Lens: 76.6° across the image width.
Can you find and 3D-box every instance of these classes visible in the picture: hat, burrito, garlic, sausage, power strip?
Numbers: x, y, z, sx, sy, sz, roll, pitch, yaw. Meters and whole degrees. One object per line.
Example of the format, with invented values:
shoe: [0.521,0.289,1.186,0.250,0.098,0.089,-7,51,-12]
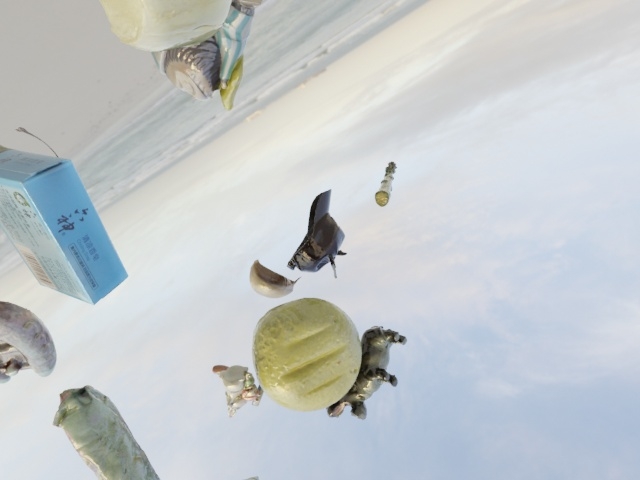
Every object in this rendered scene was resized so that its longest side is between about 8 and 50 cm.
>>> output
hat: [0.031,-0.011,1.506,0.238,0.209,0.336,-143,-104,-84]
burrito: [-0.291,0.350,0.608,0.066,0.309,0.096,-32,-173,-18]
garlic: [-0.167,0.150,1.490,0.090,0.198,0.128,119,-16,-45]
sausage: [-0.325,0.501,1.525,0.186,0.043,0.043,7,-143,23]
power strip: [-0.253,0.634,1.706,0.123,0.032,0.056,-68,178,-61]

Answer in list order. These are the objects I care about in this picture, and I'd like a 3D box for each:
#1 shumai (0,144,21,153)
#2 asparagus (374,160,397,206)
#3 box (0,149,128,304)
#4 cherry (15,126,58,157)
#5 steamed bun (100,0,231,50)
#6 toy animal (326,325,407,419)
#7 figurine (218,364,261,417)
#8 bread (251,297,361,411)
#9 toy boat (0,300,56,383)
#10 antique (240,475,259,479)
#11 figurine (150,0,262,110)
shumai: [-1.001,-0.208,1.119,0.292,0.288,0.330,14,-124,21]
asparagus: [0.108,-0.096,0.655,0.025,0.024,0.248,-36,-171,23]
box: [-0.423,-0.018,0.644,0.142,0.232,0.083,12,-141,24]
cherry: [-0.683,-0.143,0.974,0.148,0.188,0.115,-42,-133,0]
steamed bun: [-0.343,-0.556,0.921,0.290,0.272,0.273,-32,-128,-20]
toy animal: [0.152,0.436,1.303,0.168,0.106,0.343,16,-110,45]
figurine: [-0.212,0.410,1.070,0.098,0.146,0.081,6,-155,26]
bread: [-0.038,0.326,1.174,0.320,0.320,0.237,-38,-157,-13]
toy boat: [-0.619,0.214,0.789,0.155,0.227,0.085,-4,-140,-12]
antique: [-0.274,0.796,1.230,0.183,0.086,0.088,-11,170,-7]
figurine: [-0.400,-0.607,1.185,0.361,0.377,0.266,123,-35,-44]
